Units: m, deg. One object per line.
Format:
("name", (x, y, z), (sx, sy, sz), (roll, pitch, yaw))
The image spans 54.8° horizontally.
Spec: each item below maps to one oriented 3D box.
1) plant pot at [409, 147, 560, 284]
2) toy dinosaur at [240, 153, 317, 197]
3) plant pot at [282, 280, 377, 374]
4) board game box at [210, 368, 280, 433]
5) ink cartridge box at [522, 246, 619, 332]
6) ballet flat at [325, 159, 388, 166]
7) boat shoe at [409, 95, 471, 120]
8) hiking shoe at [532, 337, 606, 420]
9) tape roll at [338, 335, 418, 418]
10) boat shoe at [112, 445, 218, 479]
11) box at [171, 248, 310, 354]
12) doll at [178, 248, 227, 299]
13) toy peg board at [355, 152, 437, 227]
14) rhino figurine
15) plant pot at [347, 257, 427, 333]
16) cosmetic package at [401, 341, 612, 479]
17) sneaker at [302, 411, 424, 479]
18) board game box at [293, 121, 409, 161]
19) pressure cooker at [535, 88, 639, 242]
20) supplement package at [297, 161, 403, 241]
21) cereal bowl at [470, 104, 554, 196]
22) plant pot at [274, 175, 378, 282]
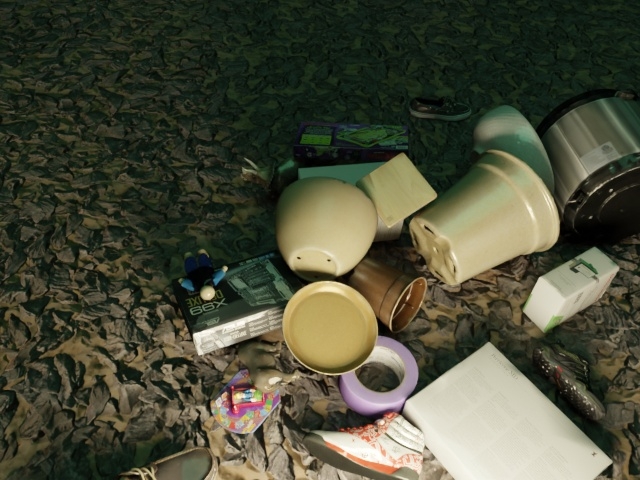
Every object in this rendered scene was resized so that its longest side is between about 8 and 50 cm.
("plant pot", (0.433, -0.041, 1.739), (0.306, 0.333, 0.334), (-31, 57, -13))
("toy dinosaur", (-0.087, -0.207, 1.920), (0.314, 0.160, 0.121), (-25, 55, -22))
("plant pot", (0.022, 0.214, 1.505), (0.236, 0.032, 0.236), (5, 62, -10))
("board game box", (-0.179, 0.378, 1.486), (0.133, 0.033, 0.169), (31, 54, 21))
("ink cartridge box", (0.679, 0.132, 1.678), (0.219, 0.160, 0.092), (-24, 55, -24))
("ballet flat", (0.148, -0.252, 2.000), (0.343, 0.124, 0.116), (-21, 53, -21))
("boat shoe", (0.443, -0.493, 2.262), (0.229, 0.076, 0.080), (5, 49, 1))
("hiking shoe", (0.643, 0.338, 1.544), (0.114, 0.086, 0.227), (-22, 53, -18))
("tape roll", (0.140, 0.334, 1.517), (0.189, 0.080, 0.189), (2, 50, -2))
("boat shoe", (-0.371, 0.537, 1.269), (0.355, 0.130, 0.132), (-29, 57, -26))
("box", (-0.209, 0.153, 1.612), (0.308, 0.076, 0.242), (-16, 35, -17))
("doll", (-0.305, 0.089, 1.608), (0.129, 0.046, 0.189), (-13, 34, -12))
("toy peg board", (0.209, -0.128, 1.709), (0.161, 0.079, 0.161), (-33, 70, -4))
("rhino figurine", (-0.149, 0.286, 1.535), (0.106, 0.073, 0.243), (-14, 36, -23))
("plant pot", (0.170, 0.136, 1.650), (0.165, 0.167, 0.167), (29, 53, 31))
("cosmetic package", (0.418, 0.454, 1.420), (0.284, 0.097, 0.377), (-28, 57, -23))
("sneaker", (0.104, 0.452, 1.407), (0.270, 0.090, 0.145), (18, 49, 7))
("board game box", (0.099, -0.309, 1.921), (0.347, 0.056, 0.208), (3, 35, 5))
("pressure cooker", (0.856, -0.255, 1.887), (0.370, 0.375, 0.420), (-8, 51, -7))
("supplement package", (0.086, -0.107, 1.833), (0.293, 0.177, 0.175), (-5, 50, -10))
("cereal bowl", (0.561, -0.234, 1.893), (0.141, 0.339, 0.339), (-26, 53, 0))
("plant pot", (0.000, 0.000, 1.633), (0.284, 0.284, 0.191), (10, 47, 5))
